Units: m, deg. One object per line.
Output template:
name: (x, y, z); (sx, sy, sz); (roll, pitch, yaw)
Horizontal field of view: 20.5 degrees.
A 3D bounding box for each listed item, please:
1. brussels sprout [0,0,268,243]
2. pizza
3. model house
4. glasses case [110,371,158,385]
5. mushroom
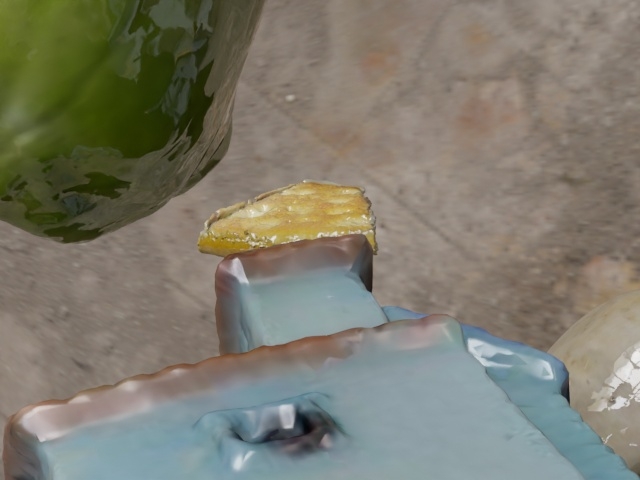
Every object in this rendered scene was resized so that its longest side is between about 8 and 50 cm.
brussels sprout: (-0.151, -0.162, 0.870); (0.268, 0.344, 0.344); (8, 90, 5)
pizza: (0.000, -0.003, 1.922); (0.188, 0.204, 0.080); (-28, 118, -51)
model house: (-0.018, 0.150, 0.769); (0.295, 0.329, 0.252); (-12, 124, -14)
glasses case: (-0.088, 0.206, 1.108); (0.087, 0.065, 0.248); (-10, 92, -16)
mushroom: (0.263, 0.141, 1.445); (0.206, 0.206, 0.209); (-37, 119, -12)
